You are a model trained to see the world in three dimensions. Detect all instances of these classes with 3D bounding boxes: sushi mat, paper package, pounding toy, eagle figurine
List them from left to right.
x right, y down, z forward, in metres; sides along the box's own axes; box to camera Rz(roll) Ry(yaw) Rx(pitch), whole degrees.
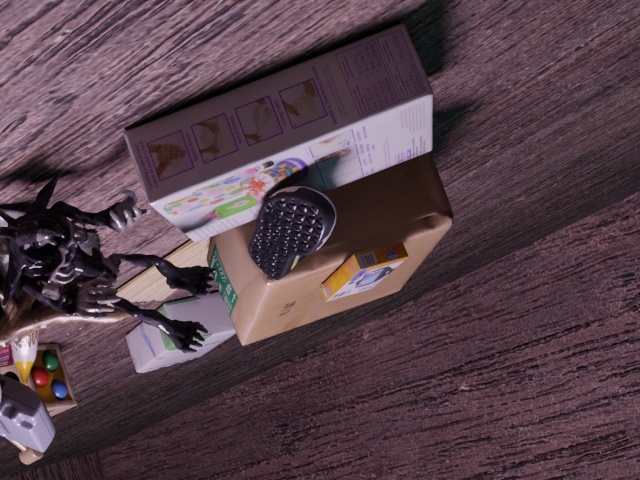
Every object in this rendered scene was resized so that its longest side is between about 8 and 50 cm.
[{"bbox_3d":[-0.389,0.072,1.379,0.226,0.225,0.298,29,180,-23],"label":"eagle figurine"},{"bbox_3d":[-0.531,0.298,1.968,0.094,0.206,0.181,-25,167,17],"label":"pounding toy"},{"bbox_3d":[-0.236,0.047,1.818,0.317,0.019,0.151,-31,165,39],"label":"sushi mat"},{"bbox_3d":[0.000,0.000,1.612,0.310,0.168,0.325,-18,165,-16],"label":"paper package"}]

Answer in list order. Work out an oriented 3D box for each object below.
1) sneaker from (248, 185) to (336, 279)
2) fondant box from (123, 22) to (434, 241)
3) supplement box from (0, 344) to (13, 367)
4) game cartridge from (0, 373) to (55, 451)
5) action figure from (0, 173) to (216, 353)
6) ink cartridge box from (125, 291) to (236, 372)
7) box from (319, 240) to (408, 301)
[{"bbox_3d":[-0.024,-0.029,1.315,0.097,0.084,0.235,-43,-179,-25],"label":"sneaker"},{"bbox_3d":[-0.035,-0.116,1.257,0.330,0.096,0.238,-22,169,1],"label":"fondant box"},{"bbox_3d":[-0.533,0.149,1.627,0.130,0.073,0.239,-15,166,-23],"label":"supplement box"},{"bbox_3d":[-0.506,0.195,1.464,0.297,0.062,0.198,24,161,3],"label":"game cartridge"},{"bbox_3d":[-0.244,0.022,1.199,0.276,0.164,0.141,26,156,-28],"label":"action figure"},{"bbox_3d":[-0.280,0.186,2.176,0.154,0.093,0.212,-11,163,-35],"label":"ink cartridge box"},{"bbox_3d":[0.056,0.047,1.485,0.081,0.028,0.136,-14,161,-29],"label":"box"}]
